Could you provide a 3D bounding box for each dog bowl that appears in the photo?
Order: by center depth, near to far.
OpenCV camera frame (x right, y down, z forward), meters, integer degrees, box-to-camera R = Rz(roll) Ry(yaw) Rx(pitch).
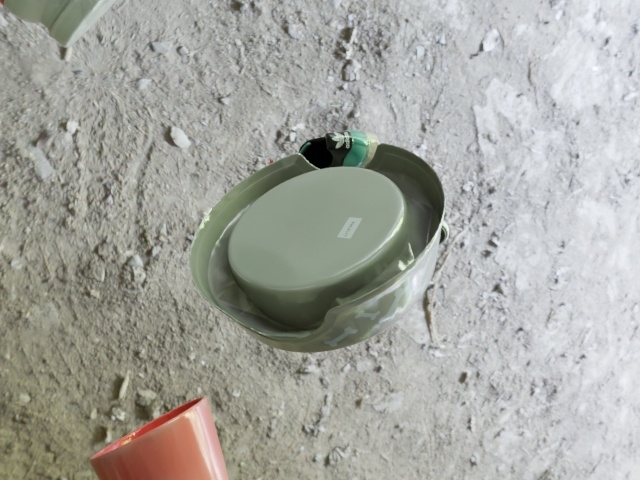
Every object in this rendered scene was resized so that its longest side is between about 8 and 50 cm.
[{"bbox_3d":[0.000,0.000,0.630,0.348,0.349,0.102,-33,131,-13],"label":"dog bowl"}]

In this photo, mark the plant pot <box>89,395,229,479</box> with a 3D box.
[{"bbox_3d":[-0.331,0.523,1.007,0.274,0.275,0.243,-24,82,-17],"label":"plant pot"}]

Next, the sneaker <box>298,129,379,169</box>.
[{"bbox_3d":[-0.015,-0.149,0.948,0.120,0.302,0.108,3,70,-33],"label":"sneaker"}]

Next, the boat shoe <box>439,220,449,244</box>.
[{"bbox_3d":[0.143,-0.020,0.901,0.219,0.070,0.078,10,117,11],"label":"boat shoe"}]

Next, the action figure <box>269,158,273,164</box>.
[{"bbox_3d":[-0.093,-0.091,0.803,0.038,0.030,0.115,15,59,4],"label":"action figure"}]

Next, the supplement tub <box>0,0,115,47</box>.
[{"bbox_3d":[-0.395,-0.415,0.582,0.191,0.191,0.272,-49,121,-3],"label":"supplement tub"}]
